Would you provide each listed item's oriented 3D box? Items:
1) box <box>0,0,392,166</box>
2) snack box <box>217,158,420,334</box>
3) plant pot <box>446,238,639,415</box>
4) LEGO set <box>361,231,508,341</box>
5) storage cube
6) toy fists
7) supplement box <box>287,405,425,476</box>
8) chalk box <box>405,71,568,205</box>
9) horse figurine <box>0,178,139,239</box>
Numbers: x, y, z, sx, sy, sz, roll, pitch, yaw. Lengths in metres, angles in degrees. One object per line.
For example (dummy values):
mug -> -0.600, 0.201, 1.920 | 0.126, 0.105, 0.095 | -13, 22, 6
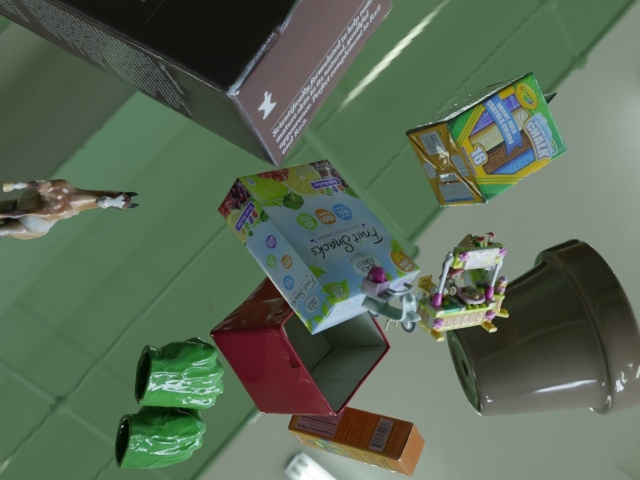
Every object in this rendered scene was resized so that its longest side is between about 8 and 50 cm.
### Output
box -> -0.148, -0.245, 0.751 | 0.381, 0.143, 0.191 | 31, -101, 24
snack box -> 0.000, 0.000, 1.076 | 0.207, 0.174, 0.070 | 52, -50, 18
plant pot -> 0.317, 0.152, 1.259 | 0.229, 0.263, 0.263 | -17, -144, -4
LEGO set -> 0.177, 0.029, 1.023 | 0.132, 0.107, 0.287 | 26, -152, 28
storage cube -> -0.034, 0.172, 1.450 | 0.193, 0.215, 0.184 | -10, -153, 46
toy fists -> -0.257, 0.282, 1.456 | 0.279, 0.142, 0.096 | -68, -150, 26
supplement box -> 0.061, 0.346, 1.509 | 0.233, 0.078, 0.080 | 9, -122, 34
chalk box -> 0.357, -0.213, 1.710 | 0.288, 0.179, 0.180 | -30, -170, -18
horse figurine -> -0.388, -0.034, 1.102 | 0.263, 0.174, 0.066 | -19, -96, 35
